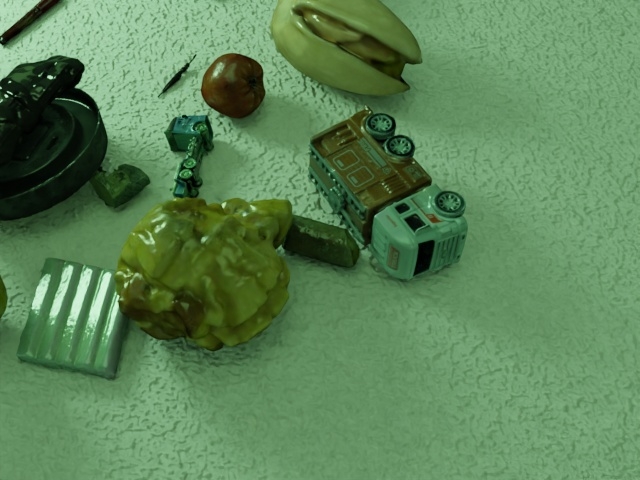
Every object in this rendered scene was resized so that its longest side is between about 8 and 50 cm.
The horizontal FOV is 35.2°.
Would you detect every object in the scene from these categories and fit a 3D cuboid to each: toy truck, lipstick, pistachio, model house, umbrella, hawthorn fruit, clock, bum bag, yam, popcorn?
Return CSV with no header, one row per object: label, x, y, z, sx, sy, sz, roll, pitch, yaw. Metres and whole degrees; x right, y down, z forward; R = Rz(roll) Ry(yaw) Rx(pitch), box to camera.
toy truck,0.107,-0.074,1.710,0.162,0.136,0.305,-25,57,-20
lipstick,-0.601,-0.462,2.088,0.027,0.027,0.176,29,61,21
pistachio,0.046,-0.384,1.920,0.318,0.214,0.193,33,104,12
toy truck,-0.249,-0.147,1.826,0.081,0.067,0.175,4,57,12
model house,-0.358,-0.107,1.794,0.083,0.066,0.079,-37,46,-23
umbrella,-0.281,-0.322,1.982,0.013,0.022,0.122,39,72,-3
hawthorn fruit,-0.166,-0.286,1.898,0.125,0.140,0.125,25,43,-27
clock,-0.532,-0.161,1.803,0.313,0.061,0.312,-8,46,9
bum bag,-0.545,-0.214,1.752,0.144,0.095,0.340,12,55,23
yam,0.000,0.000,1.706,0.146,0.069,0.069,15,56,14
popcorn,-0.164,0.037,1.597,0.332,0.225,0.265,-33,57,-31

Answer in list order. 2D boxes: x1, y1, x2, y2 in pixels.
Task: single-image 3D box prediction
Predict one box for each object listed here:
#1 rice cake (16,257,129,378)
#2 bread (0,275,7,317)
rice cake,-0.393,0.122,1.647,0.189,0.037,0.198,10,55,9
bread,-0.619,0.089,1.542,0.270,0.270,0.148,-25,65,-15
